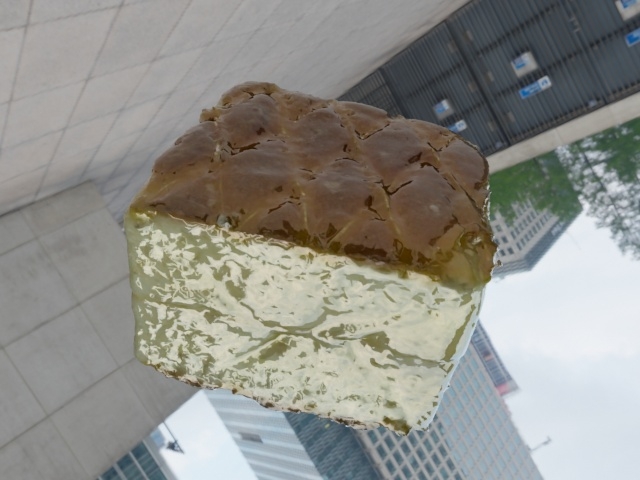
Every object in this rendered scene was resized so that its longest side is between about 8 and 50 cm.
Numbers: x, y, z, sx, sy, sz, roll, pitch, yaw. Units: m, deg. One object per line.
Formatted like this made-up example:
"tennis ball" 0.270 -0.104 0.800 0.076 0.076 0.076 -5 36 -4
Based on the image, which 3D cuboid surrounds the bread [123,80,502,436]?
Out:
"bread" 0.000 0.000 0.505 0.279 0.279 0.207 -67 172 -55
